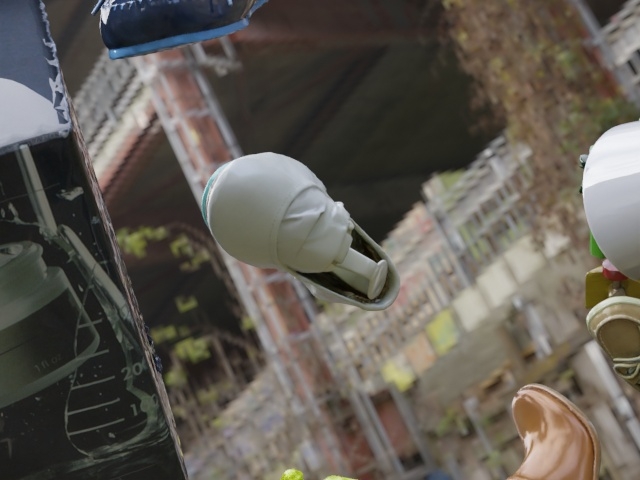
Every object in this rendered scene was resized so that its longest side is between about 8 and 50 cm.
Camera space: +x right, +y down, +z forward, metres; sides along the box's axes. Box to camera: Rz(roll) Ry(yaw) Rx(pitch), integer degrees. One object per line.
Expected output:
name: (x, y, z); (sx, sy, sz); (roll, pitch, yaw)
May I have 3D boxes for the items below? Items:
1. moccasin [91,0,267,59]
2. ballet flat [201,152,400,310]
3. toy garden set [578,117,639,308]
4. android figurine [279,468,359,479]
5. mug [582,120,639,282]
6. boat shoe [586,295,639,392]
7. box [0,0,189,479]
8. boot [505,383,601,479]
moccasin: (-0.120, -0.243, 1.328); (0.137, 0.117, 0.342); (-7, 19, 12)
ballet flat: (0.000, 0.000, 1.828); (0.139, 0.139, 0.400); (-30, -25, 11)
toy garden set: (0.329, -0.047, 1.446); (0.244, 0.049, 0.204); (-28, -51, -30)
android figurine: (0.045, 0.302, 1.246); (0.248, 0.273, 0.056); (4, 32, 48)
mug: (0.145, -0.019, 0.553); (0.078, 0.062, 0.064); (10, -17, -32)
boat shoe: (0.257, 0.099, 1.124); (0.056, 0.048, 0.153); (-38, -68, 24)
box: (-0.424, 0.077, 1.488); (0.479, 0.297, 0.472); (-18, -54, -6)
boot: (0.195, 0.224, 1.407); (0.152, 0.197, 0.073); (-7, -36, -36)
